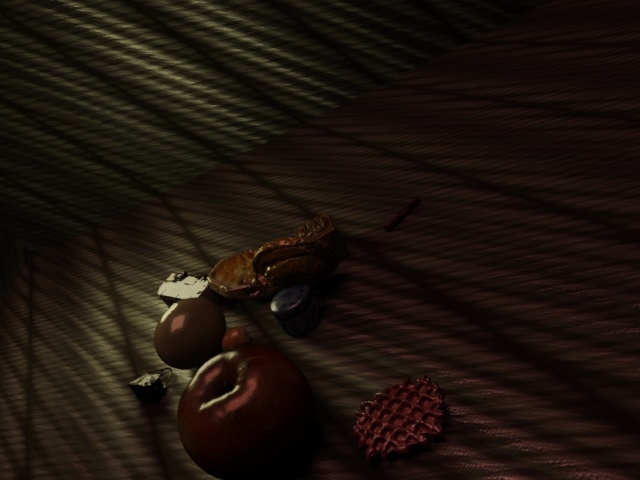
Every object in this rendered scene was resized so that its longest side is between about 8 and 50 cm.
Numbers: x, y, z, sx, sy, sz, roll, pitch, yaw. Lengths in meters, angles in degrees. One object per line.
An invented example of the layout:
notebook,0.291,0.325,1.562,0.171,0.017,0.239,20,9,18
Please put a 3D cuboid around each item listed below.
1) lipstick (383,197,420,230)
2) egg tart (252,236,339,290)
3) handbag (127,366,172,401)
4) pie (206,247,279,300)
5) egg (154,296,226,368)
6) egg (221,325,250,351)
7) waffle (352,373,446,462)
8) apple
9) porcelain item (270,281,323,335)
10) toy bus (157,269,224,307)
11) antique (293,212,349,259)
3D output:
lipstick,0.290,-0.095,2.278,0.176,0.027,0.027,-42,29,-23
egg tart,-0.079,0.092,2.103,0.290,0.290,0.115,-18,58,24
handbag,-0.548,0.469,2.141,0.115,0.072,0.139,-8,22,41
pie,-0.245,0.119,2.361,0.339,0.077,0.339,-8,28,4
egg,-0.428,0.302,2.121,0.219,0.219,0.269,-15,29,29
egg,-0.276,0.324,2.083,0.096,0.080,0.080,-32,26,16
waffle,0.181,0.412,1.495,0.234,0.055,0.221,-24,27,14
apple,-0.181,0.427,1.596,0.349,0.277,0.348,-24,31,15
porcelain item,-0.077,0.213,2.031,0.147,0.114,0.147,-24,27,13
toy bus,-0.503,0.201,2.496,0.317,0.112,0.138,1,45,48
antique,0.000,0.000,2.280,0.147,0.148,0.152,-32,29,3
